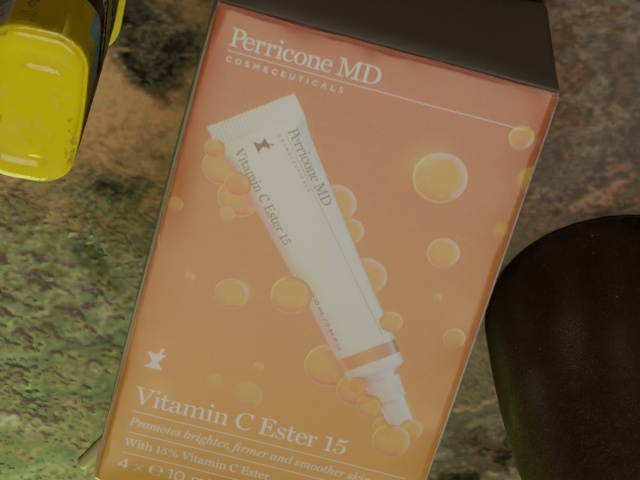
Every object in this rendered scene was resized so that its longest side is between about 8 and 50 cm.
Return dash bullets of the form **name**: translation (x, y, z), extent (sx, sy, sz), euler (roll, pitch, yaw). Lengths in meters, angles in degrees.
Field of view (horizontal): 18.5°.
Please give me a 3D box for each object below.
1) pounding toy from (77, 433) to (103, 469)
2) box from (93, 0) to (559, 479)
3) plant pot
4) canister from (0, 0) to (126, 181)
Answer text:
- **pounding toy**: translation (-0.092, 0.145, 1.522), extent (0.181, 0.094, 0.206), euler (-1, 131, 7)
- **box**: translation (0.000, 0.000, 1.282), extent (0.215, 0.168, 0.345), euler (14, 115, -4)
- **plant pot**: translation (0.221, 0.137, 1.391), extent (0.215, 0.230, 0.215), euler (4, 131, 4)
- **canister**: translation (-0.168, -0.134, 1.239), extent (0.073, 0.170, 0.126), euler (12, 131, -4)
